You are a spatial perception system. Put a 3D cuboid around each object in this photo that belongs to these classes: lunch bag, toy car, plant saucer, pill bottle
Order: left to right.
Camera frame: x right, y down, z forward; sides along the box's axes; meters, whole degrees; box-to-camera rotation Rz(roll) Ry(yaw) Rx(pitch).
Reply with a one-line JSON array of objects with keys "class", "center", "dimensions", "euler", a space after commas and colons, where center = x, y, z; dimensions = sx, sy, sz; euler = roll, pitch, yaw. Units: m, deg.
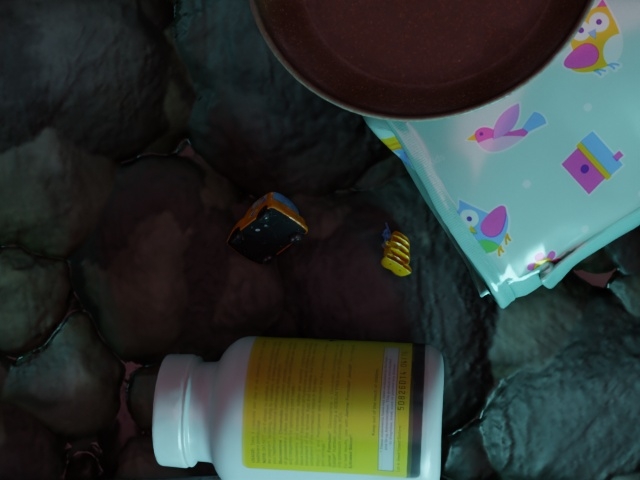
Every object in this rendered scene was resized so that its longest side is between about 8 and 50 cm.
[{"class": "pill bottle", "center": [-0.012, 0.115, 0.739], "dimensions": [0.184, 0.103, 0.103], "euler": [2, 90, 5]}, {"class": "toy car", "center": [0.000, 0.000, 0.782], "dimensions": [0.122, 0.060, 0.041], "euler": [20, 48, -11]}, {"class": "plant saucer", "center": [0.057, -0.160, 0.616], "dimensions": [0.198, 0.036, 0.199], "euler": [-1, 84, 14]}, {"class": "lunch bag", "center": [0.132, -0.119, 0.700], "dimensions": [0.223, 0.160, 0.262], "euler": [-32, 81, 4]}]

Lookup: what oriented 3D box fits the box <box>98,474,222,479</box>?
[{"class": "box", "center": [-0.212, 0.288, 0.782], "dimensions": [0.321, 0.058, 0.232], "euler": [-4, 90, 6]}]
